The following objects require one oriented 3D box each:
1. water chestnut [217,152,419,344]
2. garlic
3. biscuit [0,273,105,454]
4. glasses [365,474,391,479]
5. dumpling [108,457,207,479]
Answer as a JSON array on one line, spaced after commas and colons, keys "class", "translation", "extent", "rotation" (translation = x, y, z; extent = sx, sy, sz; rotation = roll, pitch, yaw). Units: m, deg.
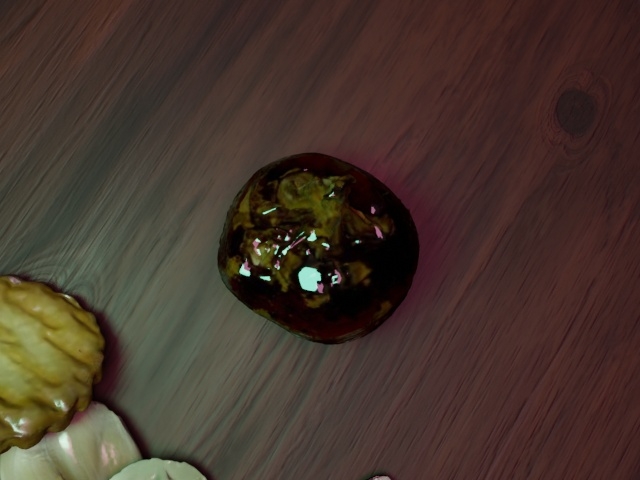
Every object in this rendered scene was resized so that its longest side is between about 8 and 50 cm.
[{"class": "water chestnut", "translation": [0.000, 0.000, 1.032], "extent": [0.335, 0.347, 0.335], "rotation": [1, 73, -2]}, {"class": "garlic", "translation": [-0.434, 0.358, 1.065], "extent": [0.217, 0.110, 0.228], "rotation": [-32, 87, -4]}, {"class": "biscuit", "translation": [-0.516, 0.197, 1.014], "extent": [0.326, 0.107, 0.325], "rotation": [15, 41, -14]}, {"class": "glasses", "translation": [0.085, 0.520, 1.095], "extent": [0.255, 0.095, 0.162], "rotation": [-24, 100, -5]}, {"class": "dumpling", "translation": [-0.276, 0.446, 1.048], "extent": [0.216, 0.126, 0.166], "rotation": [-11, 94, -14]}]
